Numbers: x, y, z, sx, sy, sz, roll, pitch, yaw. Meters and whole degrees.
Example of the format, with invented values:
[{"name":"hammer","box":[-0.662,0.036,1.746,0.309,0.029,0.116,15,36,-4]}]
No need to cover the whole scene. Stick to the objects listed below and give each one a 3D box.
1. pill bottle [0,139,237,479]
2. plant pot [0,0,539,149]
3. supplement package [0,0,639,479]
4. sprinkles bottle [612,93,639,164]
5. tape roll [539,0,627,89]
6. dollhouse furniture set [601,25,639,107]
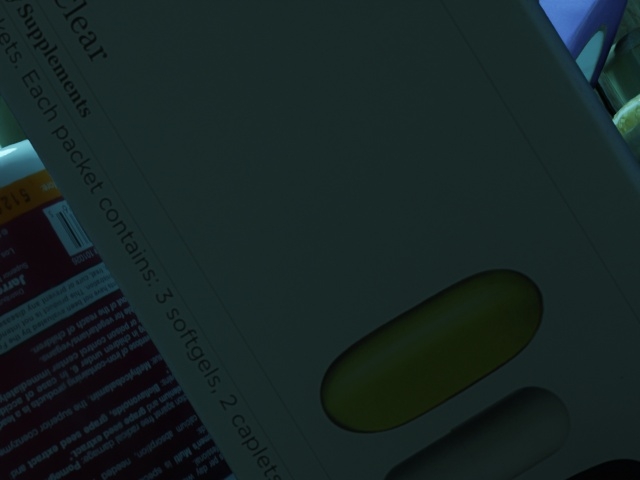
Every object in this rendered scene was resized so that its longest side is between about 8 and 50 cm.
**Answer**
[{"name":"pill bottle","box":[-0.094,0.082,0.677,0.121,0.221,0.121,-31,-2,-1]},{"name":"plant pot","box":[0.000,0.000,0.882,0.256,0.256,0.274,-31,-46,-14]},{"name":"supplement package","box":[0.023,-0.016,0.588,0.145,0.262,0.204,-32,-1,8]},{"name":"sprinkles bottle","box":[0.304,-0.088,0.990,0.355,0.121,0.121,-31,-2,-37]},{"name":"tape roll","box":[0.109,-0.076,1.189,0.274,0.090,0.275,-59,-11,-19]},{"name":"dollhouse furniture set","box":[0.351,-0.131,1.290,0.242,0.161,0.212,-31,-2,-6]}]
